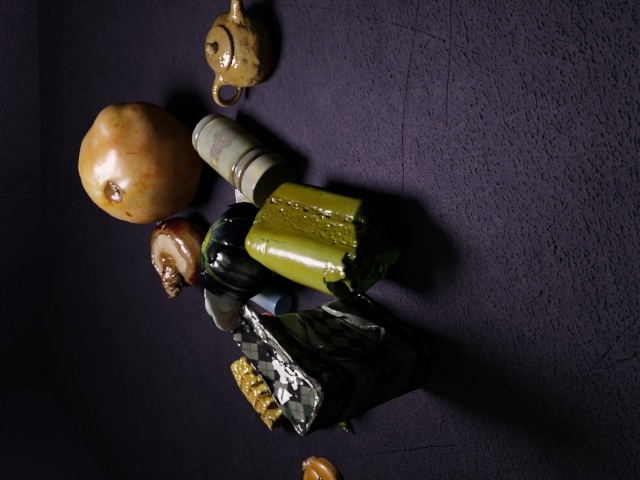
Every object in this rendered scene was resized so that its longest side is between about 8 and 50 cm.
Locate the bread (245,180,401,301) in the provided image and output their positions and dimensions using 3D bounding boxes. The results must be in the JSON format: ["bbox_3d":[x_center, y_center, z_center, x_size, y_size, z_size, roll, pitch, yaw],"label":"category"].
[{"bbox_3d":[0.000,0.000,1.398,0.376,0.251,0.208,18,155,39],"label":"bread"}]

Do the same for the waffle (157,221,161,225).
[{"bbox_3d":[-0.596,0.006,2.190,0.097,0.023,0.153,17,113,42],"label":"waffle"}]

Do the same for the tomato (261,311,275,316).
[{"bbox_3d":[-0.156,0.328,1.724,0.227,0.112,0.199,3,115,50],"label":"tomato"}]

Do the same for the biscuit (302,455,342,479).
[{"bbox_3d":[-0.003,0.744,1.745,0.170,0.050,0.171,14,110,44],"label":"biscuit"}]

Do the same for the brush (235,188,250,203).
[{"bbox_3d":[-0.221,-0.029,1.787,0.103,0.013,0.273,4,104,47],"label":"brush"}]

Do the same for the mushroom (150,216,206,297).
[{"bbox_3d":[-0.486,0.056,1.991,0.297,0.163,0.279,-3,90,47],"label":"mushroom"}]

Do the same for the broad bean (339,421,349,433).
[{"bbox_3d":[0.008,0.529,1.676,0.195,0.046,0.061,-7,93,46],"label":"broad bean"}]

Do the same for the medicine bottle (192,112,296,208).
[{"bbox_3d":[-0.228,-0.235,1.632,0.322,0.151,0.151,40,128,32],"label":"medicine bottle"}]

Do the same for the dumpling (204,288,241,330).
[{"bbox_3d":[-0.338,0.196,1.870,0.108,0.152,0.219,-22,79,45],"label":"dumpling"}]

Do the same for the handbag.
[{"bbox_3d":[0.029,0.243,1.300,0.316,0.416,0.180,39,117,33],"label":"handbag"}]

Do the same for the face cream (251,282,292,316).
[{"bbox_3d":[-0.196,0.151,1.763,0.250,0.077,0.077,28,120,39],"label":"face cream"}]

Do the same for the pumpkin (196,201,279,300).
[{"bbox_3d":[-0.208,0.043,1.645,0.295,0.295,0.296,16,112,44],"label":"pumpkin"}]

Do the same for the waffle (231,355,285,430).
[{"bbox_3d":[-0.184,0.493,1.774,0.283,0.065,0.310,19,140,54],"label":"waffle"}]

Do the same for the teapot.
[{"bbox_3d":[-0.247,-0.514,1.563,0.203,0.167,0.311,43,130,29],"label":"teapot"}]

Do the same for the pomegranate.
[{"bbox_3d":[-0.579,-0.253,1.863,0.411,0.411,0.412,16,112,44],"label":"pomegranate"}]
